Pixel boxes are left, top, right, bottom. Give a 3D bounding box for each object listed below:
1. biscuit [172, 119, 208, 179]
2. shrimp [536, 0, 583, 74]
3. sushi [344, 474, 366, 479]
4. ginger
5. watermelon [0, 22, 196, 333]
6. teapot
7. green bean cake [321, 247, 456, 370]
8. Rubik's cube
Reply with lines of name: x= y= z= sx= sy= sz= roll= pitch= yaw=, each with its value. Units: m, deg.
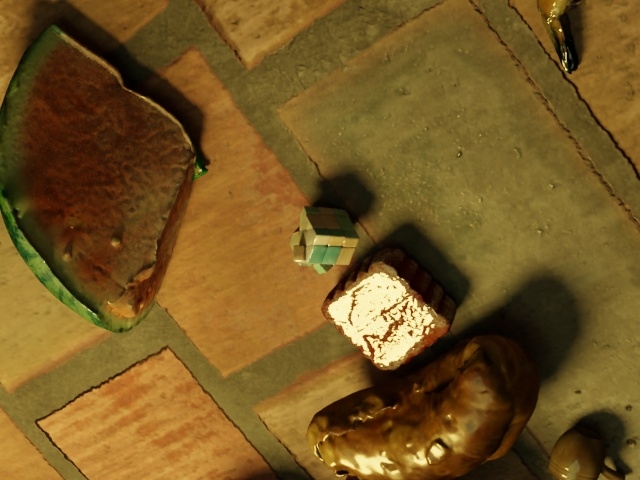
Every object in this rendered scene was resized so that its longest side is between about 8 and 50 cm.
biscuit: x=-0.176 y=-0.115 z=1.804 sx=0.046 sy=0.016 sz=0.089 roll=-15 pitch=114 yaw=28
shrimp: x=0.352 y=-0.233 z=1.531 sx=0.262 sy=0.051 sz=0.198 roll=32 pitch=132 yaw=2
sushi: x=0.097 y=0.434 z=1.918 sx=0.170 sy=0.236 sz=0.270 roll=-12 pitch=126 yaw=-2
ginger: x=0.144 y=0.233 z=1.812 sx=0.321 sy=0.165 sz=0.172 roll=-29 pitch=124 yaw=27
watermelon: x=-0.311 y=-0.040 z=1.770 sx=0.292 sy=0.222 sz=0.319 roll=31 pitch=129 yaw=-2
teapot: x=0.346 y=0.284 z=1.849 sx=0.110 sy=0.085 sz=0.080 roll=13 pitch=104 yaw=-22
green bean cake: x=0.087 y=0.085 z=1.809 sx=0.135 sy=0.056 sz=0.135 roll=44 pitch=126 yaw=-10
Rubik's cube: x=0.002 y=0.001 z=1.776 sx=0.075 sy=0.084 sz=0.073 roll=12 pitch=122 yaw=-10
